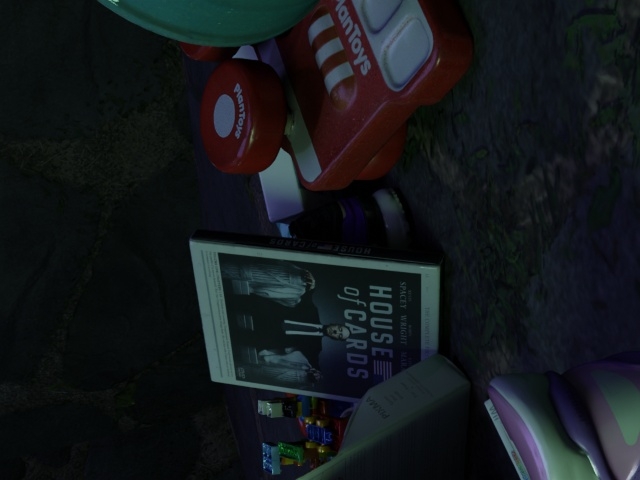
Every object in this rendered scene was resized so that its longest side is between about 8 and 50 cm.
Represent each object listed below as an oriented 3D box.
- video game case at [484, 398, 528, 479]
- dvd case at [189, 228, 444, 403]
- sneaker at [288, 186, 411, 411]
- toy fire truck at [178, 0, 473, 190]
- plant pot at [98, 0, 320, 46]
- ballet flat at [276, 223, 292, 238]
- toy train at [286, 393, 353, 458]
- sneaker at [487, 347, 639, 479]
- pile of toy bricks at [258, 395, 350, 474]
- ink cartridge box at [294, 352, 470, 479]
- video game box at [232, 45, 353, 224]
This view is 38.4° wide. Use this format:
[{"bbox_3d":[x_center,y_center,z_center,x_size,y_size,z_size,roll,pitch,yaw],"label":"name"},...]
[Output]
[{"bbox_3d":[0.156,0.170,0.621,0.087,0.011,0.122,37,-156,-46],"label":"video game case"},{"bbox_3d":[-0.002,0.079,0.887,0.029,0.238,0.179,-63,-26,-53],"label":"dvd case"},{"bbox_3d":[0.013,0.081,0.978,0.102,0.146,0.293,-119,22,-54],"label":"sneaker"},{"bbox_3d":[0.006,-0.202,0.803,0.254,0.169,0.302,-45,54,46],"label":"toy fire truck"},{"bbox_3d":[-0.024,-0.289,0.543,0.255,0.271,0.272,-20,81,52],"label":"plant pot"},{"bbox_3d":[0.000,0.000,1.165,0.087,0.083,0.247,-34,66,50],"label":"ballet flat"},{"bbox_3d":[0.037,0.253,1.146,0.248,0.105,0.143,-126,17,-67],"label":"toy train"},{"bbox_3d":[0.166,0.125,0.483,0.095,0.104,0.236,65,-176,37],"label":"sneaker"},{"bbox_3d":[0.016,0.217,0.967,0.212,0.105,0.118,170,98,-68],"label":"pile of toy bricks"},{"bbox_3d":[0.036,0.225,0.831,0.056,0.224,0.181,40,142,45],"label":"ink cartridge box"},{"bbox_3d":[-0.025,-0.114,1.016,0.187,0.048,0.205,12,-117,-72],"label":"video game box"}]
